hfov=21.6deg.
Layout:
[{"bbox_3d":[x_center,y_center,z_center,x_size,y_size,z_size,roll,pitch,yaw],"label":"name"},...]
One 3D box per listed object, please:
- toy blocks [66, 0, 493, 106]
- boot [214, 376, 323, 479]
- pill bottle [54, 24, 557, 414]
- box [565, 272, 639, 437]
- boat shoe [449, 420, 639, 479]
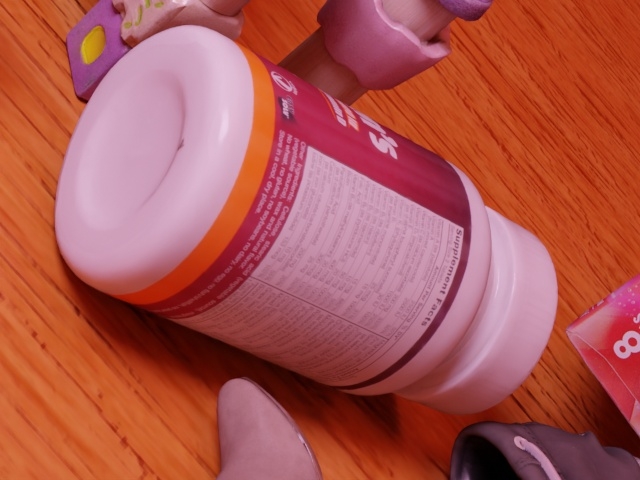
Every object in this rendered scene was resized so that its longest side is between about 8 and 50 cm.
[{"bbox_3d":[-0.058,-0.233,0.798,0.309,0.260,0.288,16,46,-45],"label":"toy blocks"},{"bbox_3d":[-0.036,0.112,0.676,0.087,0.042,0.118,-3,59,-52],"label":"boot"},{"bbox_3d":[0.000,0.000,0.764,0.221,0.121,0.121,26,39,-37],"label":"pill bottle"},{"bbox_3d":[0.249,0.056,0.935,0.142,0.154,0.300,55,13,8],"label":"box"},{"bbox_3d":[0.106,0.206,0.718,0.096,0.112,0.335,21,33,-14],"label":"boat shoe"}]
